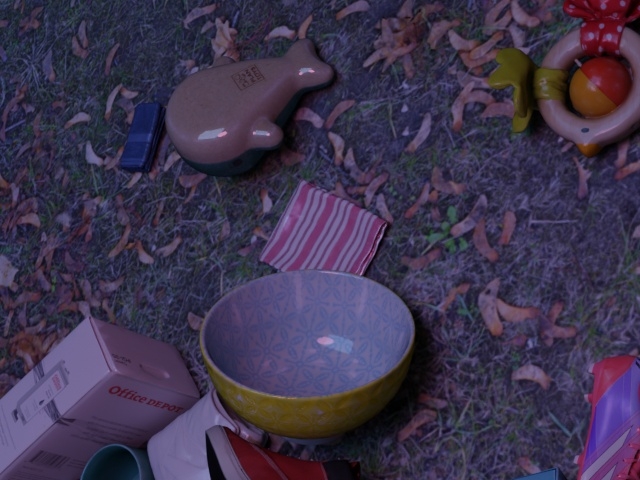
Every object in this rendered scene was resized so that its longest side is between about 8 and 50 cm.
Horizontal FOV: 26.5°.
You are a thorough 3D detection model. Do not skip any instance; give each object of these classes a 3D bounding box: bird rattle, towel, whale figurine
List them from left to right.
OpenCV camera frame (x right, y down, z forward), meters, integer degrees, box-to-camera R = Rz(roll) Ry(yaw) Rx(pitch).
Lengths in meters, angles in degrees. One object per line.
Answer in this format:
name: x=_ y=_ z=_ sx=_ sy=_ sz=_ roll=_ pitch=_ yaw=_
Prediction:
towel: x=-0.300 y=-0.175 z=2.308 sx=0.067 sy=0.029 sz=0.119 roll=5 pitch=76 yaw=39
whale figurine: x=-0.105 y=-0.204 z=2.119 sx=0.272 sy=0.141 sz=0.216 roll=-32 pitch=52 yaw=-5
towel: x=0.000 y=0.000 z=1.999 sx=0.197 sy=0.029 sz=0.144 roll=28 pitch=90 yaw=42
bird rattle: x=0.357 y=-0.222 z=1.777 sx=0.253 sy=0.143 sz=0.207 roll=-38 pitch=63 yaw=4

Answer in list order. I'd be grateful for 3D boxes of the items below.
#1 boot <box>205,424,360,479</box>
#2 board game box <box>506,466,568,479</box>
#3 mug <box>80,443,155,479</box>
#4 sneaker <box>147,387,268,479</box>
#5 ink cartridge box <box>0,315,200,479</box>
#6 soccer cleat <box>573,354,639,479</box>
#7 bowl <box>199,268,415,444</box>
boot: x=-0.048 y=0.306 z=1.805 sx=0.244 sy=0.176 sz=0.088 roll=-139 pitch=40 yaw=-58
board game box: x=0.143 y=0.428 z=1.602 sx=0.336 sy=0.079 sz=0.254 roll=-19 pitch=39 yaw=25
mug: x=-0.290 y=0.370 z=2.032 sx=0.157 sy=0.097 sz=0.129 roll=31 pitch=93 yaw=42
sneaker: x=-0.139 y=0.344 z=1.918 sx=0.169 sy=0.108 sz=0.293 roll=-44 pitch=50 yaw=20
ink cartridge box: x=-0.353 y=0.263 z=2.053 sx=0.283 sy=0.207 sz=0.117 roll=-42 pitch=53 yaw=17
soccer cleat: x=0.352 y=0.254 z=1.587 sx=0.095 sy=0.083 sz=0.248 roll=-2 pitch=69 yaw=33
bowl: x=-0.013 y=0.180 z=1.831 sx=0.289 sy=0.289 sz=0.156 roll=31 pitch=136 yaw=42
